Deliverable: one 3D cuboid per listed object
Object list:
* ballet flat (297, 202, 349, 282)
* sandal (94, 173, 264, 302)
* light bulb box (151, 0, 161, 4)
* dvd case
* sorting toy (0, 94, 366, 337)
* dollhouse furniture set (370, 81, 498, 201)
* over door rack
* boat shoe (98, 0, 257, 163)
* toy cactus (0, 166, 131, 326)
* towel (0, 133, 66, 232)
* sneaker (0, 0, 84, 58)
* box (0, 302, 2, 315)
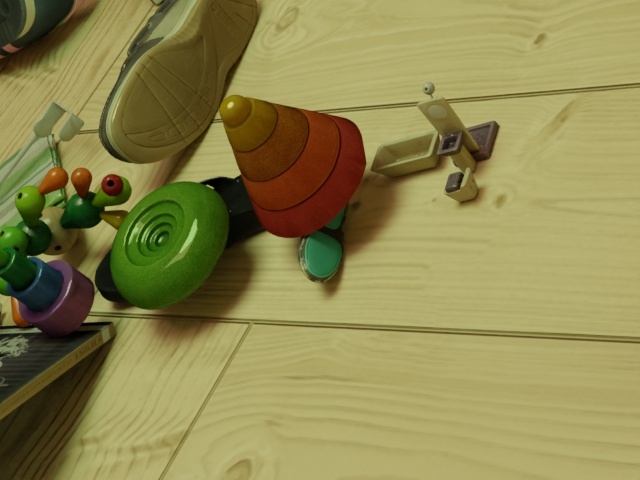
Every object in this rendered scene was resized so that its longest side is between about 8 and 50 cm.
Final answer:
[{"bbox_3d":[0.000,0.000,1.424,0.041,0.041,0.114,-19,39,31],"label":"ballet flat"},{"bbox_3d":[-0.111,-0.026,1.545,0.254,0.054,0.097,-29,35,19],"label":"sandal"},{"bbox_3d":[-0.153,-0.533,1.896,0.358,0.361,0.225,-27,36,21],"label":"light bulb box"},{"bbox_3d":[-0.309,0.123,1.487,0.164,0.018,0.221,-4,18,26],"label":"dvd case"},{"bbox_3d":[-0.144,-0.031,1.435,0.365,0.126,0.127,-26,48,22],"label":"sorting toy"},{"bbox_3d":[0.074,-0.081,1.392,0.114,0.081,0.091,-13,42,37],"label":"dollhouse furniture set"},{"bbox_3d":[-0.451,-0.094,1.778,0.324,0.239,0.108,-45,39,8],"label":"over door rack"},{"bbox_3d":[-0.159,-0.178,1.738,0.092,0.103,0.285,-16,37,42],"label":"boat shoe"},{"bbox_3d":[-0.266,0.000,1.624,0.219,0.112,0.180,-40,-1,9],"label":"toy cactus"},{"bbox_3d":[-0.332,-0.051,1.839,0.113,0.023,0.152,-38,35,10],"label":"towel"},{"bbox_3d":[-0.410,-0.287,2.144,0.131,0.112,0.319,-23,12,-35],"label":"sneaker"},{"bbox_3d":[-0.457,0.162,1.623,0.231,0.127,0.262,-25,35,27],"label":"box"}]
